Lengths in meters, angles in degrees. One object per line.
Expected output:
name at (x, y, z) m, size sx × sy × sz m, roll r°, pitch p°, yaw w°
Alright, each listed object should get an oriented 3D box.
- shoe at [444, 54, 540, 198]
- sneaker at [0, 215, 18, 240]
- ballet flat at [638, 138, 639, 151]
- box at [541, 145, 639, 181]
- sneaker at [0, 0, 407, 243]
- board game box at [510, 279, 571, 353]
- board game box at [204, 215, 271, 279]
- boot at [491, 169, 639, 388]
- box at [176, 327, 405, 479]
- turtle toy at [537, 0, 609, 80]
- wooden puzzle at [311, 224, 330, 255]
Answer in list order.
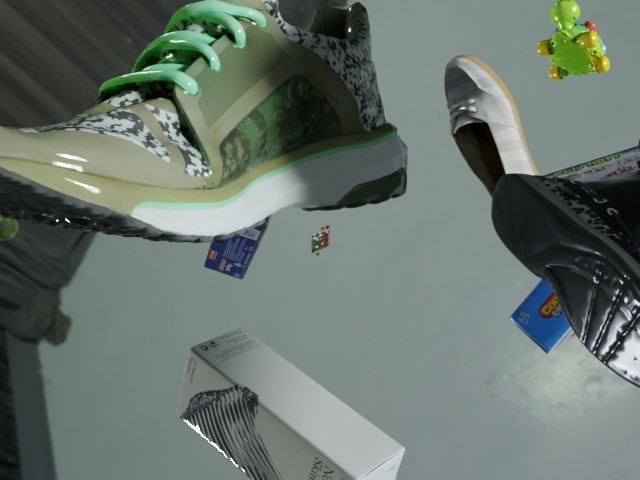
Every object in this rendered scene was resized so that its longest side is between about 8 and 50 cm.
shoe at (0.201, -0.125, 1.040) m, size 0.076 × 0.058 × 0.219 m, roll -37°, pitch 74°, yaw 50°
sneaker at (-0.274, -0.052, 0.597) m, size 0.385 × 0.147 × 0.145 m, roll -57°, pitch 12°, yaw 41°
ballet flat at (0.299, -0.118, 0.770) m, size 0.057 × 0.049 × 0.173 m, roll -55°, pitch 2°, yaw 41°
box at (0.404, -0.086, 1.222) m, size 0.207 × 0.036 × 0.114 m, roll -17°, pitch 17°, yaw 14°
sneaker at (-0.078, -0.103, 0.586) m, size 0.158 × 0.410 × 0.182 m, roll 3°, pitch 101°, yaw 31°
board game box at (0.487, 0.027, 1.456) m, size 0.086 × 0.302 × 0.308 m, roll 43°, pitch 113°, yaw 20°
board game box at (-0.085, -0.073, 1.127) m, size 0.194 × 0.060 × 0.194 m, roll 123°, pitch 165°, yaw -64°
boot at (0.271, 0.015, 0.709) m, size 0.236 × 0.178 × 0.085 m, roll 56°, pitch 144°, yaw 43°
box at (-0.043, 0.225, 1.023) m, size 0.275 × 0.094 × 0.113 m, roll 31°, pitch 119°, yaw 32°
turtle toy at (0.381, -0.302, 1.303) m, size 0.095 × 0.130 × 0.066 m, roll -1°, pitch 48°, yaw 42°
wooden puzzle at (0.000, 0.000, 1.968) m, size 0.049 × 0.006 × 0.083 m, roll -25°, pitch 42°, yaw 28°
